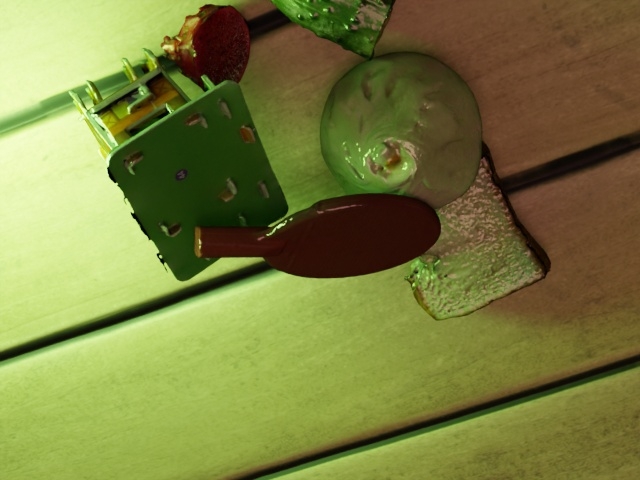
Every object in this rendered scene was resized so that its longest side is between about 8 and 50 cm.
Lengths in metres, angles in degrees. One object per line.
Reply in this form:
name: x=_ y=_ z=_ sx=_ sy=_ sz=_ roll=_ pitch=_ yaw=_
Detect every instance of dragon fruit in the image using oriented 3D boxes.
dragon fruit: x=-0.196 y=-0.324 z=1.722 sx=0.111 sy=0.153 sz=0.153 roll=19 pitch=120 yaw=29

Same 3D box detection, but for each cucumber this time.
cucumber: x=0.000 y=-0.388 z=1.668 sx=0.244 sy=0.134 sz=0.134 roll=20 pitch=115 yaw=-3

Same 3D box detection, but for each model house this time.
model house: x=-0.248 y=-0.160 z=1.730 sx=0.242 sy=0.313 sz=0.358 roll=-33 pitch=141 yaw=-7

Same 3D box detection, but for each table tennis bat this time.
table tennis bat: x=0.000 y=0.000 z=1.709 sx=0.414 sy=0.051 sz=0.268 roll=-1 pitch=153 yaw=-17

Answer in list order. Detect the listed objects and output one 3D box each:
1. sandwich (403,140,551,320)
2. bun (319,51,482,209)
sandwich: x=0.246 y=-0.002 z=1.863 sx=0.249 sy=0.095 sz=0.273 roll=-28 pitch=111 yaw=13
bun: x=0.123 y=-0.173 z=1.702 sx=0.283 sy=0.179 sz=0.283 roll=1 pitch=95 yaw=16
